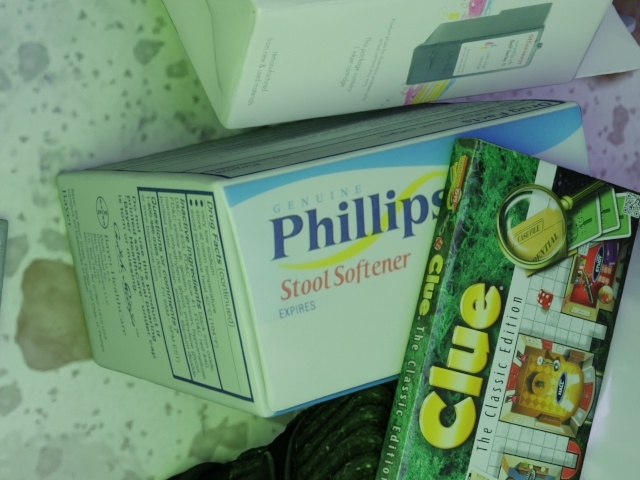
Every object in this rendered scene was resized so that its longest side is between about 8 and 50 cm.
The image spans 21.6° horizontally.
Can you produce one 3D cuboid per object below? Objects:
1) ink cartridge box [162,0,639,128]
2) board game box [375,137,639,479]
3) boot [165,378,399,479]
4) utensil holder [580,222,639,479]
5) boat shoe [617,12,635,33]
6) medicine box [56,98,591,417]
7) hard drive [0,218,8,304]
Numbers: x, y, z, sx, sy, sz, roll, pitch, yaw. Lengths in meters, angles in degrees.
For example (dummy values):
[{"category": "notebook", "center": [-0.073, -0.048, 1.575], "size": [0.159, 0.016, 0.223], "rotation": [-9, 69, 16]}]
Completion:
[{"category": "ink cartridge box", "center": [0.069, -0.209, 1.192], "size": [0.353, 0.119, 0.207], "rotation": [-10, 55, -25]}, {"category": "board game box", "center": [0.113, 0.079, 1.022], "size": [0.136, 0.030, 0.260], "rotation": [15, 86, -26]}, {"category": "boot", "center": [0.004, 0.268, 1.109], "size": [0.131, 0.260, 0.348], "rotation": [14, 57, -44]}, {"category": "utensil holder", "center": [0.268, 0.167, 1.281], "size": [0.385, 0.327, 0.328], "rotation": [24, 82, -24]}, {"category": "boat shoe", "center": [0.221, -0.161, 1.394], "size": [0.100, 0.035, 0.035], "rotation": [-25, 132, -28]}, {"category": "medicine box", "center": [0.000, 0.000, 1.138], "size": [0.263, 0.289, 0.149], "rotation": [-14, 100, -26]}, {"category": "hard drive", "center": [-0.284, 0.027, 1.141], "size": [0.135, 0.022, 0.094], "rotation": [5, 91, -28]}]
